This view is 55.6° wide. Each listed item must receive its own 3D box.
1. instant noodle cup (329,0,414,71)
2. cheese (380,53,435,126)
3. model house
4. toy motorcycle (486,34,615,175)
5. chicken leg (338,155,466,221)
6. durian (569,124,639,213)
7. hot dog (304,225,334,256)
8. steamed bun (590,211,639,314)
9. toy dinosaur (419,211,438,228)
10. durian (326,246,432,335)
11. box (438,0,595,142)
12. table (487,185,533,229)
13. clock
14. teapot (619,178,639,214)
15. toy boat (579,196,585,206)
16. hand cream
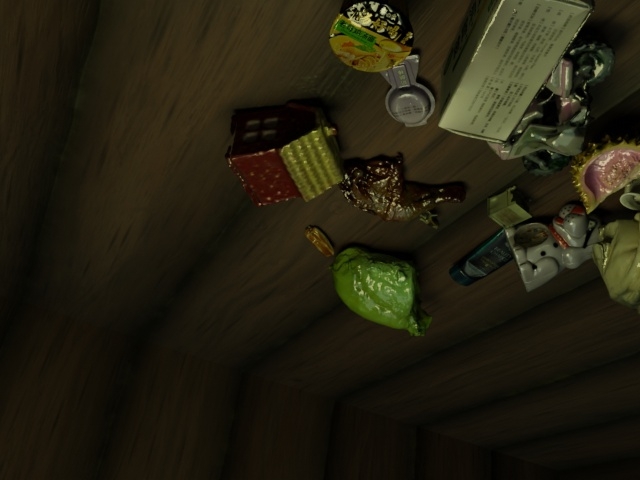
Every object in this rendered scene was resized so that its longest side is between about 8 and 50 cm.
[{"bbox_3d":[0.098,-0.400,1.099,0.152,0.122,0.151,8,147,6],"label":"instant noodle cup"},{"bbox_3d":[0.184,-0.310,1.285,0.105,0.042,0.191,-5,144,19],"label":"cheese"},{"bbox_3d":[-0.065,-0.200,1.409,0.254,0.160,0.196,-6,143,19],"label":"model house"},{"bbox_3d":[0.444,-0.259,1.212,0.188,0.143,0.327,7,140,4],"label":"toy motorcycle"},{"bbox_3d":[0.198,-0.129,1.532,0.323,0.083,0.177,23,131,-16],"label":"chicken leg"},{"bbox_3d":[0.617,-0.165,1.282,0.132,0.165,0.182,48,152,9],"label":"durian"},{"bbox_3d":[0.000,0.000,1.809,0.056,0.041,0.133,-15,132,32],"label":"hot dog"},{"bbox_3d":[0.784,0.077,1.326,0.347,0.237,0.394,18,170,-31],"label":"steamed bun"},{"bbox_3d":[0.288,-0.060,1.614,0.058,0.037,0.180,33,-172,14],"label":"toy dinosaur"},{"bbox_3d":[0.187,0.138,1.846,0.340,0.204,0.255,14,134,9],"label":"durian"},{"bbox_3d":[0.327,-0.346,1.077,0.145,0.173,0.333,13,146,-3],"label":"box"},{"bbox_3d":[0.479,-0.085,1.535,0.079,0.062,0.083,30,141,-28],"label":"table"},{"bbox_3d":[0.616,0.006,1.555,0.254,0.188,0.189,-23,137,18],"label":"clock"},{"bbox_3d":[0.806,-0.105,1.358,0.298,0.139,0.204,11,144,-1],"label":"teapot"},{"bbox_3d":[0.634,-0.134,1.440,0.049,0.047,0.149,6,147,30],"label":"toy boat"},{"bbox_3d":[0.490,0.043,1.744,0.120,0.061,0.270,28,135,-19],"label":"hand cream"}]
